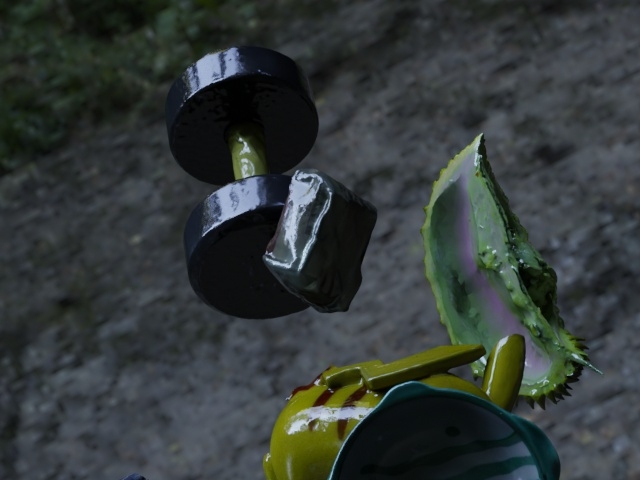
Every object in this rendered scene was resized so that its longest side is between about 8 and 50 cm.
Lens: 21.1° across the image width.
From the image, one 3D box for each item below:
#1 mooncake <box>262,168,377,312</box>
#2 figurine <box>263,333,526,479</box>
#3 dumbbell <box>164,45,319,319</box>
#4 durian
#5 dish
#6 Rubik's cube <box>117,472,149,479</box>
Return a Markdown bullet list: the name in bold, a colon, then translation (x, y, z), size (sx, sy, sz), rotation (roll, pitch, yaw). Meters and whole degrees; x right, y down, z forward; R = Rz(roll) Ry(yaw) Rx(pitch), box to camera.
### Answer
- **mooncake**: translation (0.000, 0.000, 1.801), size (0.073, 0.130, 0.125), rotation (13, -17, 33)
- **figurine**: translation (0.095, 0.216, 1.952), size (0.326, 0.169, 0.218), rotation (-4, 31, 31)
- **dumbbell**: translation (-0.086, -0.076, 2.207), size (0.203, 0.204, 0.322), rotation (-27, 45, 15)
- **durian**: translation (0.229, 0.058, 2.211), size (0.157, 0.355, 0.169), rotation (-22, -18, -8)
- **dish**: translation (0.112, 0.250, 1.546), size (0.224, 0.246, 0.078), rotation (-18, -13, 1)
- **Rubik's cube**: translation (-0.267, 0.403, 1.661), size (0.259, 0.260, 0.255), rotation (-22, 4, 31)
